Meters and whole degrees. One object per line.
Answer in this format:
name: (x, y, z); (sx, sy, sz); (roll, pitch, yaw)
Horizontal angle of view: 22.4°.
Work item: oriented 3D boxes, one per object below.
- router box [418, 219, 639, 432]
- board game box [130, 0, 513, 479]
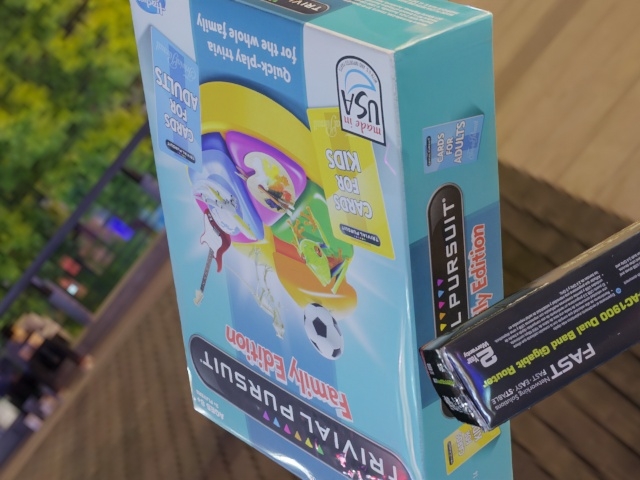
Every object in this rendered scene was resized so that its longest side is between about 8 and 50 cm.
router box: (0.102, 0.029, 0.644); (0.122, 0.038, 0.092); (-30, -2, -4)
board game box: (0.000, 0.000, 1.009); (0.079, 0.336, 0.254); (-25, 32, -32)
